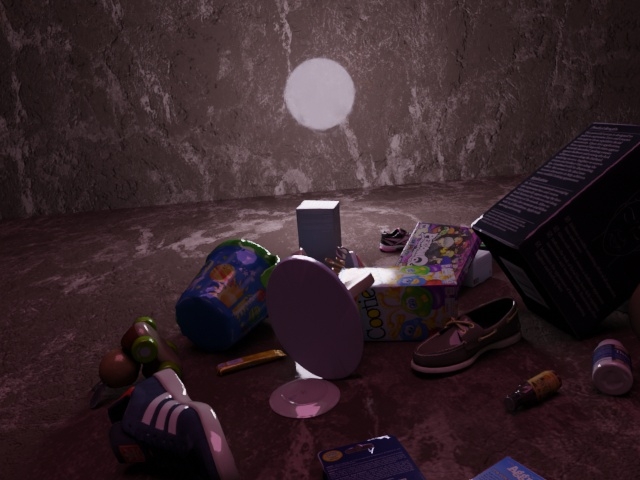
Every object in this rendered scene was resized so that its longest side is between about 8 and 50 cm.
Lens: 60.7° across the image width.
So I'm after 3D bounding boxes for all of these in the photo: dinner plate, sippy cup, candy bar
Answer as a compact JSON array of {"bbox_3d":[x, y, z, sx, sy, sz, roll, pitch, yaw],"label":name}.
[{"bbox_3d":[-0.031,0.304,1.078,0.141,0.017,0.141,-6,16,2],"label":"dinner plate"},{"bbox_3d":[-0.231,0.147,1.350,0.240,0.305,0.224,27,35,8],"label":"sippy cup"},{"bbox_3d":[-0.157,0.271,1.226,0.162,0.018,0.040,-12,14,-21],"label":"candy bar"}]

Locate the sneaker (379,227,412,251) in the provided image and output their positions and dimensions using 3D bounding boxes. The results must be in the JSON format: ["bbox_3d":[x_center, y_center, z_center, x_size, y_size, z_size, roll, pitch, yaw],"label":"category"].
[{"bbox_3d":[0.299,-0.009,1.961,0.178,0.077,0.072,-9,17,-15],"label":"sneaker"}]

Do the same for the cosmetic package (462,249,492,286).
[{"bbox_3d":[0.387,0.068,1.653,0.231,0.085,0.117,8,21,43],"label":"cosmetic package"}]

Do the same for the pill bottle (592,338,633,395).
[{"bbox_3d":[0.553,0.235,1.036,0.067,0.067,0.120,3,18,26],"label":"pill bottle"}]

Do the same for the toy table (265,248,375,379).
[{"bbox_3d":[-0.002,0.144,1.178,0.252,0.274,0.161,-14,12,8],"label":"toy table"}]

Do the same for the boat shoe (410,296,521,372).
[{"bbox_3d":[0.317,0.202,1.185,0.305,0.091,0.109,-14,18,-30],"label":"boat shoe"}]

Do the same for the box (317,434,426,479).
[{"bbox_3d":[0.089,0.366,0.778,0.137,0.036,0.225,-9,17,-14],"label":"box"}]

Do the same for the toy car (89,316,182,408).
[{"bbox_3d":[-0.406,0.278,1.160,0.188,0.149,0.155,-38,19,-8],"label":"toy car"}]

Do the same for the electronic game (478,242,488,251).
[{"bbox_3d":[0.467,0.015,1.804,0.230,0.048,0.229,4,5,0],"label":"electronic game"}]

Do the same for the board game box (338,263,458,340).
[{"bbox_3d":[0.185,0.149,1.318,0.276,0.144,0.142,-3,16,10],"label":"board game box"}]

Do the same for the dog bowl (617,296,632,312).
[{"bbox_3d":[0.857,0.095,1.374,0.349,0.102,0.348,-6,16,2],"label":"dog bowl"}]

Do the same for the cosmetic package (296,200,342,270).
[{"bbox_3d":[0.000,0.000,1.738,0.127,0.237,0.107,2,20,13],"label":"cosmetic package"}]

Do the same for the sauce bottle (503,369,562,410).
[{"bbox_3d":[0.387,0.276,0.998,0.128,0.042,0.042,-17,20,-31],"label":"sauce bottle"}]

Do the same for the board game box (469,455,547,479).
[{"bbox_3d":[0.302,0.380,0.683,0.145,0.027,0.281,-16,19,-29],"label":"board game box"}]

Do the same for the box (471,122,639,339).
[{"bbox_3d":[0.610,-0.032,1.250,0.395,0.293,0.212,-39,20,0],"label":"box"}]

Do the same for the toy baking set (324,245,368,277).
[{"bbox_3d":[0.115,0.085,1.607,0.197,0.030,0.256,34,22,7],"label":"toy baking set"}]

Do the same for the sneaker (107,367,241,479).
[{"bbox_3d":[-0.253,0.329,0.889,0.148,0.131,0.350,-23,17,-29],"label":"sneaker"}]

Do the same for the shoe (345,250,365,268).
[{"bbox_3d":[0.126,0.109,1.471,0.081,0.177,0.063,-7,-22,-22],"label":"shoe"}]

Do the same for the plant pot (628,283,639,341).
[{"bbox_3d":[0.676,0.196,0.889,0.257,0.256,0.274,-1,33,15],"label":"plant pot"}]

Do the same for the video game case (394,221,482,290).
[{"bbox_3d":[0.331,0.053,1.574,0.210,0.041,0.232,10,57,41],"label":"video game case"}]
